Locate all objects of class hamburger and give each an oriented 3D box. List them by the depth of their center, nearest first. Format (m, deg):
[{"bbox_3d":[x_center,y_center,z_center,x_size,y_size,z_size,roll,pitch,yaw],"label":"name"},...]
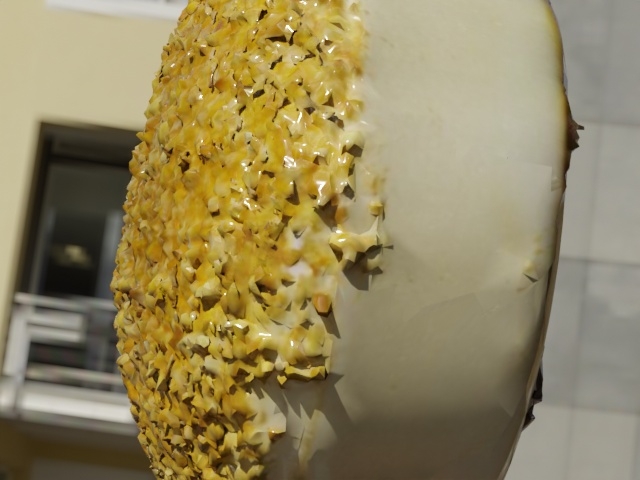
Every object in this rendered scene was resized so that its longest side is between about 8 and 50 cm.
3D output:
[{"bbox_3d":[0.000,0.000,0.839,0.179,0.276,0.294,5,-18,-4],"label":"hamburger"}]
